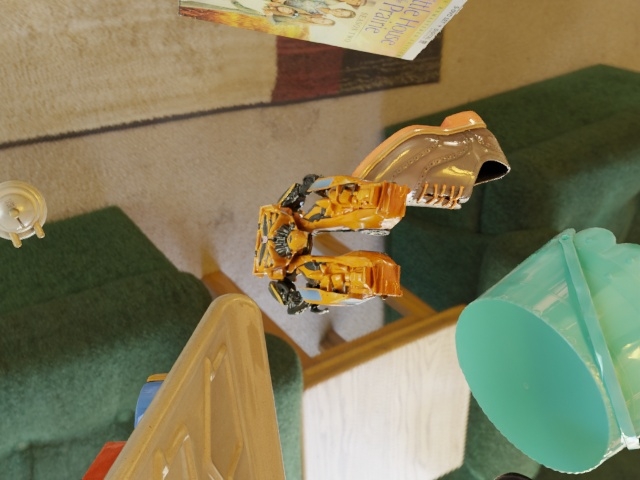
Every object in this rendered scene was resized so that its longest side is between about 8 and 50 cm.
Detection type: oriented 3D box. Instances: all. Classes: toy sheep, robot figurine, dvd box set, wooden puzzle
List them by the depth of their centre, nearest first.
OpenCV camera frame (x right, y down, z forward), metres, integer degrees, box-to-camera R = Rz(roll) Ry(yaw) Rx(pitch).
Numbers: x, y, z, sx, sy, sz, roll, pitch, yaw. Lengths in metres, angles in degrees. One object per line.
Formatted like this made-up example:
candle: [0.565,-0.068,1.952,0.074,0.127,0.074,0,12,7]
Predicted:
wooden puzzle: [-0.113,0.253,0.577,0.080,0.348,0.322,-2,109,12]
toy sheep: [-0.421,-0.040,0.974,0.091,0.132,0.091,-3,97,-28]
robot figurine: [0.000,0.000,0.979,0.085,0.291,0.211,11,81,-38]
dvd box set: [-0.003,-0.393,1.080,0.420,0.307,0.062,8,82,-12]

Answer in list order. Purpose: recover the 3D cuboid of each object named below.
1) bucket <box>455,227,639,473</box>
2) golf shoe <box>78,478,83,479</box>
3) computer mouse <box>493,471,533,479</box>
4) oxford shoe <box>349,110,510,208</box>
bucket: [0.320,0.141,0.892,0.183,0.281,0.281,-27,127,-26]
golf shoe: [-0.404,0.470,1.266,0.067,0.086,0.186,-26,164,-24]
computer mouse: [0.228,0.321,0.652,0.071,0.242,0.041,-43,130,16]
oxford shoe: [0.182,-0.110,1.162,0.363,0.133,0.130,-26,158,-33]
